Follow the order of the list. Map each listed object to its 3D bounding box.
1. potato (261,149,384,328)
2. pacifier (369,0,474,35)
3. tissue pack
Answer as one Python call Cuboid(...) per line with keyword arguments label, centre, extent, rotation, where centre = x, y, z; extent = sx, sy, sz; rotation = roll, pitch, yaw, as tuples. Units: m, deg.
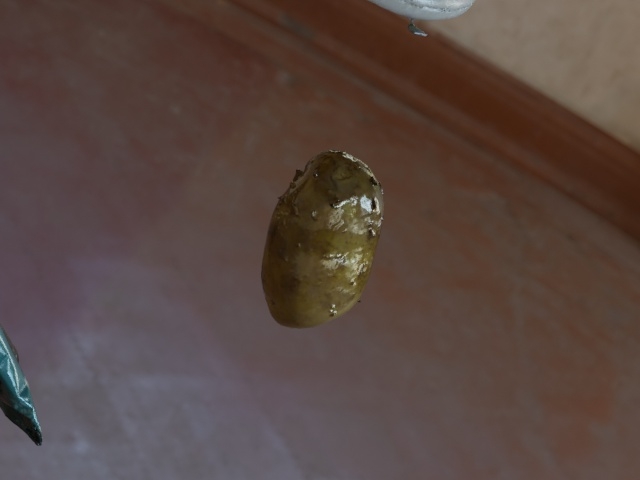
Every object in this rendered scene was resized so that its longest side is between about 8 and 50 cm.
Cuboid(label="potato", centre=(0.000, 0.000, 0.810), extent=(0.051, 0.083, 0.040), rotation=(4, 28, -26))
Cuboid(label="pacifier", centre=(0.048, -0.318, 1.437), extent=(0.332, 0.273, 0.220), rotation=(11, 14, -40))
Cuboid(label="tissue pack", centre=(-0.201, 0.050, 1.099), extent=(0.028, 0.138, 0.085), rotation=(-35, 42, -19))
